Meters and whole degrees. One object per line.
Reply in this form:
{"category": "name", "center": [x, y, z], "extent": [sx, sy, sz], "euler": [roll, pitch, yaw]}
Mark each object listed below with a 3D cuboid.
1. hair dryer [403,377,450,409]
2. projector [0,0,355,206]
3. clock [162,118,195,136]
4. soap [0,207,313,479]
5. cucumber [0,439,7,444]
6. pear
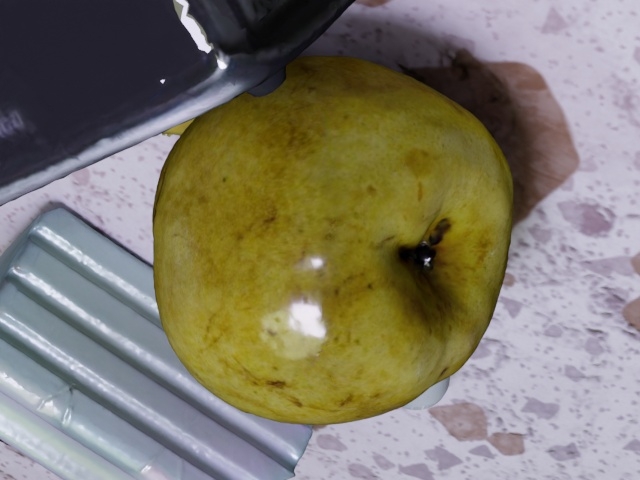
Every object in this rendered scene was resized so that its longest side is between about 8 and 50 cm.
{"category": "hair dryer", "center": [0.012, 0.073, 1.726], "extent": [0.236, 0.073, 0.131], "euler": [17, 140, 12]}
{"category": "projector", "center": [-0.135, -0.216, 1.215], "extent": [0.395, 0.405, 0.242], "euler": [-22, 110, 39]}
{"category": "clock", "center": [-0.139, -0.166, 1.552], "extent": [0.237, 0.057, 0.237], "euler": [12, 137, 12]}
{"category": "soap", "center": [-0.183, 0.144, 1.785], "extent": [0.347, 0.208, 0.115], "euler": [35, 140, -13]}
{"category": "cucumber", "center": [-0.335, 0.152, 1.963], "extent": [0.193, 0.115, 0.086], "euler": [35, -179, -19]}
{"category": "pear", "center": [0.000, 0.000, 1.499], "extent": [0.304, 0.304, 0.304], "euler": [13, 138, 12]}
